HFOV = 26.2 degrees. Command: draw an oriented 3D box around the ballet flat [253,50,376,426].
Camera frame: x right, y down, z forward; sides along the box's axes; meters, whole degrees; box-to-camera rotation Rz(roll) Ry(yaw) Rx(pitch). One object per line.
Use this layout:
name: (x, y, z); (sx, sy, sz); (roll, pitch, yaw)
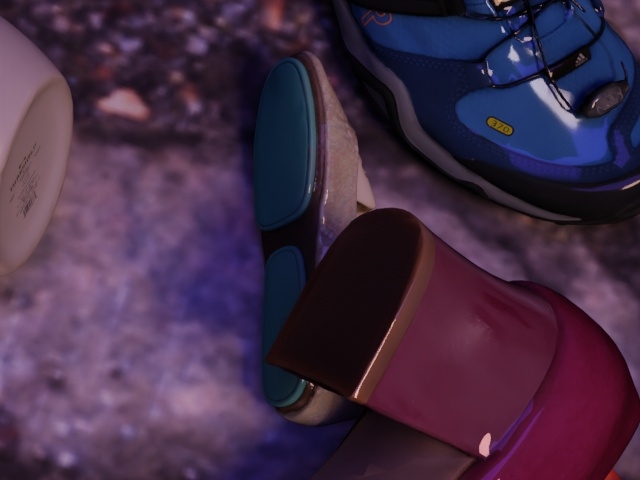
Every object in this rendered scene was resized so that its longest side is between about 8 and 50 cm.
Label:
ballet flat: (0.000, 0.000, 0.619); (0.052, 0.057, 0.168); (9, 77, -36)

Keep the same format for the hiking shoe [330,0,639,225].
hiking shoe: (0.055, -0.134, 0.610); (0.113, 0.132, 0.304); (-39, 87, -16)

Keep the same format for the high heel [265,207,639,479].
high heel: (0.003, 0.183, 0.550); (0.181, 0.127, 0.377); (34, 89, -36)

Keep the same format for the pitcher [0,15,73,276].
pitcher: (-0.205, -0.074, 0.569); (0.207, 0.125, 0.177); (16, 58, 6)

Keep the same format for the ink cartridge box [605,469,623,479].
ink cartridge box: (0.137, 0.144, 0.609); (0.063, 0.029, 0.115); (-42, 86, -16)
